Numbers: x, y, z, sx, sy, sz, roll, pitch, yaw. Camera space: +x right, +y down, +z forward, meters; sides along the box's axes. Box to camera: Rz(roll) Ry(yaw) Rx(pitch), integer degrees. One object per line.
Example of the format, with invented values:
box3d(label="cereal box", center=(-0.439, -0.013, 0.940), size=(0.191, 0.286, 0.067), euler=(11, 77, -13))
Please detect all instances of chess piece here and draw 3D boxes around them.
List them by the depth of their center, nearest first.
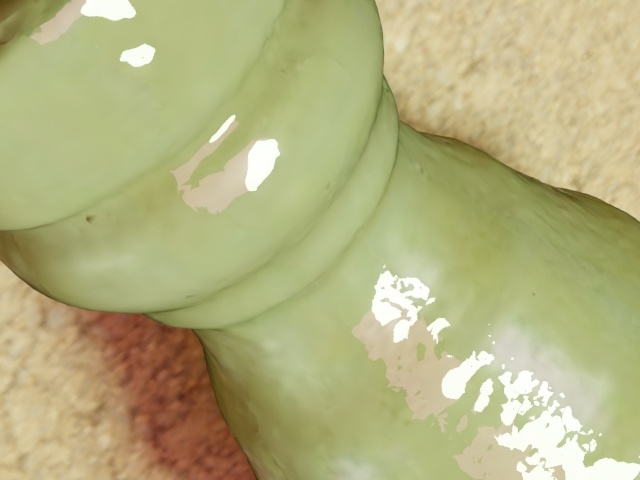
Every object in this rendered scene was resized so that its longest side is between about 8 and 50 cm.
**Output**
box3d(label="chess piece", center=(0.000, 0.000, 0.735), size=(0.234, 0.234, 0.442), euler=(-43, 130, 1))
